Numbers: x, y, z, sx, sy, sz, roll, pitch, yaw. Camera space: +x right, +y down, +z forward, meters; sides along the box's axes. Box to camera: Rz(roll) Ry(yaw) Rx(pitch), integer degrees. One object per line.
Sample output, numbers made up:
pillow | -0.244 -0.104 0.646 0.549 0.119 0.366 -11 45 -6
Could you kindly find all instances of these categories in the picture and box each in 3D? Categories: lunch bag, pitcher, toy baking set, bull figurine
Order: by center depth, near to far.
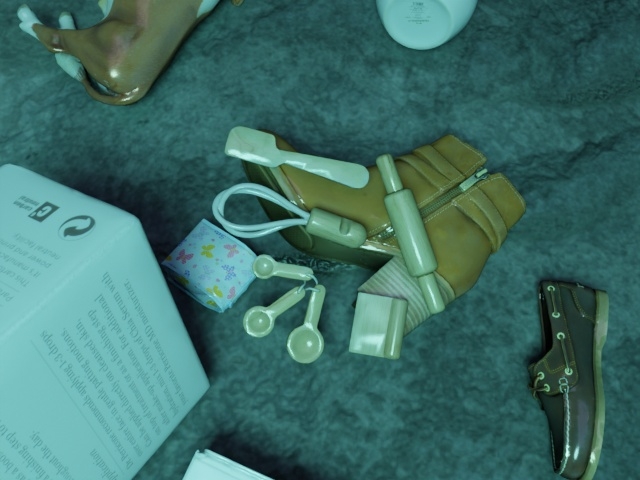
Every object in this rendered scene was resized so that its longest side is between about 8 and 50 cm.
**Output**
toy baking set | 0.007 -0.001 0.657 0.197 0.030 0.256 -14 88 -10
lunch bag | -0.111 0.031 0.722 0.083 0.053 0.071 29 65 18
bull figurine | -0.204 -0.298 0.832 0.188 0.101 0.310 25 64 10
pitcher | 0.117 -0.341 0.880 0.178 0.125 0.207 4 53 19

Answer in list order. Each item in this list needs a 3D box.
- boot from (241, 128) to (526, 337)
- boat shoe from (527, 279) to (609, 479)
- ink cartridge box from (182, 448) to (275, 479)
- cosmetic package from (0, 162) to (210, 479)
boot | 0.069 -0.059 0.744 0.220 0.109 0.283 -41 78 -18
boat shoe | 0.245 0.137 0.701 0.073 0.073 0.207 13 59 2
ink cartridge box | -0.080 0.311 0.581 0.159 0.092 0.217 24 68 5
cosmetic package | -0.301 0.178 0.484 0.162 0.230 0.453 21 52 28
